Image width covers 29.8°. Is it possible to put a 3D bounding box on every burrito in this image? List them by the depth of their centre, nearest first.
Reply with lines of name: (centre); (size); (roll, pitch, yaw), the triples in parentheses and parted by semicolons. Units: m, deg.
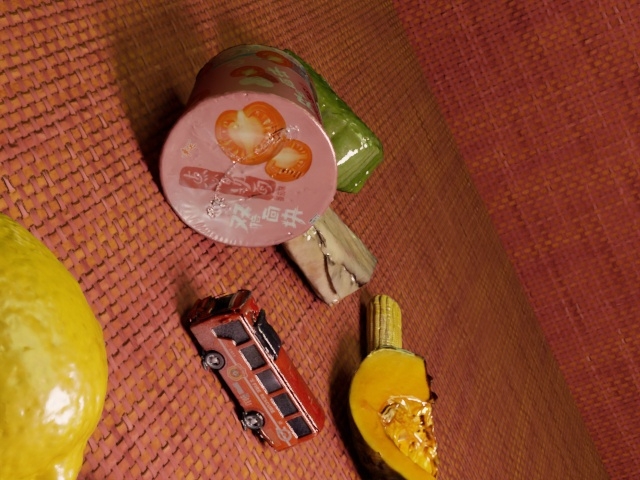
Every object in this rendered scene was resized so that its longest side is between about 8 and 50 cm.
burrito: (0.001, 0.011, 1.952); (0.348, 0.107, 0.175); (50, 28, -45)

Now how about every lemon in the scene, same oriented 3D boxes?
lemon: (-0.291, 0.095, 0.955); (0.288, 0.233, 0.233); (55, 20, 4)

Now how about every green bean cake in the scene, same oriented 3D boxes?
green bean cake: (-0.005, -0.197, 2.016); (0.248, 0.125, 0.222); (51, 8, 10)

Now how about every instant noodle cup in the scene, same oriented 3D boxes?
instant noodle cup: (-0.095, -0.148, 1.708); (0.243, 0.243, 0.231); (57, 17, -27)

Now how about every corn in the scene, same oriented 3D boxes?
corn: (0.112, 0.171, 2.126); (0.165, 0.063, 0.085); (-87, 172, -45)

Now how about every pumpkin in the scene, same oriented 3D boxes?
pumpkin: (0.102, 0.330, 1.902); (0.169, 0.148, 0.312); (8, 44, -23)

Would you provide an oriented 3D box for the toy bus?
toy bus: (-0.084, 0.171, 1.592); (0.235, 0.096, 0.073); (61, 19, -21)
